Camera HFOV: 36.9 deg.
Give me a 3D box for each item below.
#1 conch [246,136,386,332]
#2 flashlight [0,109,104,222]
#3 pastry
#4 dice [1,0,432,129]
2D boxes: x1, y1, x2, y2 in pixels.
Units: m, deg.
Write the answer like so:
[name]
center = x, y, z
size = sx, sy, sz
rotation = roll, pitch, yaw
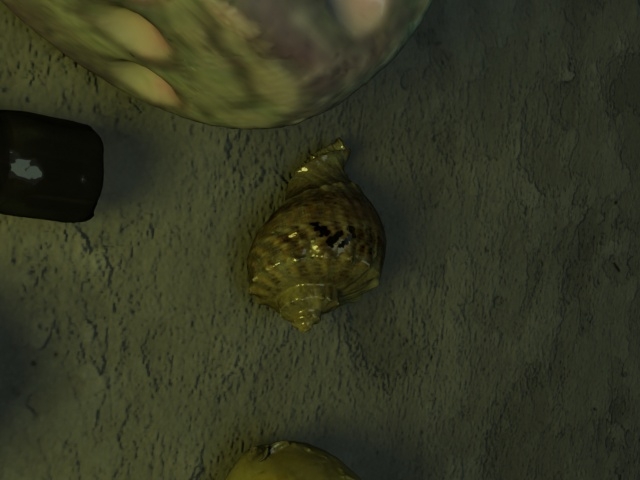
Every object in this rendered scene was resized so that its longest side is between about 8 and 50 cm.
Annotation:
[conch]
center = 0.000, 0.000, 0.940
size = 0.155, 0.130, 0.207
rotation = 85, 10, -60
[flashlight]
center = -0.324, -0.068, 0.594
size = 0.423, 0.103, 0.103
rotation = 8, 90, -47
[pastry]
center = -0.030, 0.268, 0.888
size = 0.088, 0.165, 0.166
rotation = 14, 85, -58
[dice]
center = -0.077, -0.257, 0.687
size = 0.271, 0.270, 0.270
rotation = 40, 69, -40
